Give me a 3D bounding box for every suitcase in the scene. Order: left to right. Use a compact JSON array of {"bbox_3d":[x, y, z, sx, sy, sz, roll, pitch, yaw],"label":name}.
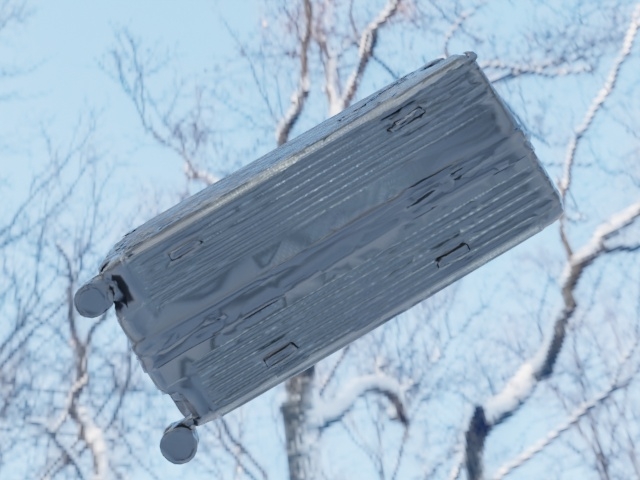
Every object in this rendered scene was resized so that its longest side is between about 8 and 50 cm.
[{"bbox_3d":[0.000,0.000,1.004,0.335,0.229,0.152,-30,-82,1],"label":"suitcase"}]
